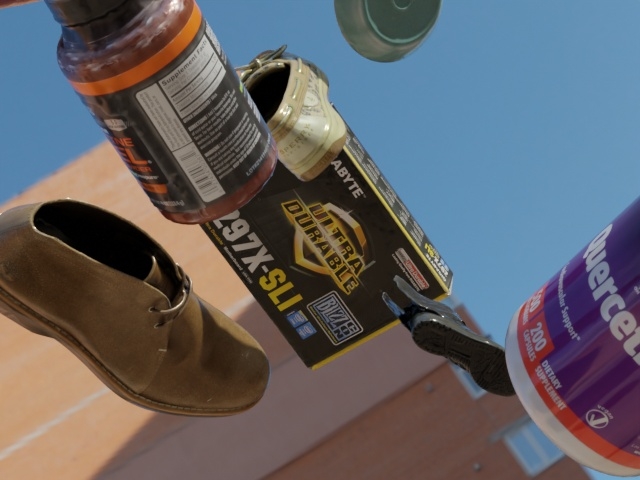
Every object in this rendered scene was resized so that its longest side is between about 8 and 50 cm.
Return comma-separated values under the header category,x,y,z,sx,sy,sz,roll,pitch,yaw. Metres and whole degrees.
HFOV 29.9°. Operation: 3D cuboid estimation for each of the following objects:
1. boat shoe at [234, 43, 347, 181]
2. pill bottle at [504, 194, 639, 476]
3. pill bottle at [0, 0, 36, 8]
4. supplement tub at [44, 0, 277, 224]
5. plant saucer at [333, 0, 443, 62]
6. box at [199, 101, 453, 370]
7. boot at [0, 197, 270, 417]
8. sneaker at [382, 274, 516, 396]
category,x,y,z,sx,sy,sz,roll,pitch,yaw
boat shoe,-0.047,-0.167,1.379,0.089,0.285,0.104,37,-81,-28
pill bottle,0.305,0.039,0.948,0.181,0.182,0.323,2,-39,-38
pill bottle,-0.297,-0.340,1.142,0.392,0.224,0.224,-26,-34,-43
supplement tub,-0.115,-0.112,0.847,0.106,0.106,0.198,-32,-54,-3
plant saucer,0.067,-0.216,1.056,0.119,0.021,0.119,-9,-73,-31
box,0.000,0.000,1.751,0.257,0.079,0.322,-30,-76,23
boot,-0.142,0.062,1.005,0.305,0.112,0.115,33,-39,-32
sneaker,0.147,0.105,1.319,0.170,0.089,0.051,30,-76,-11
